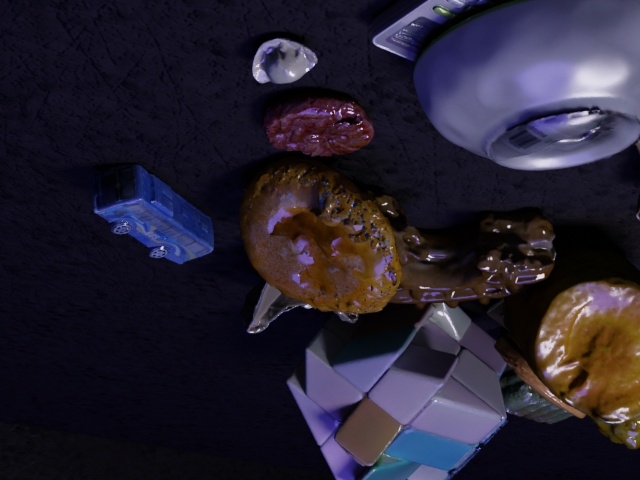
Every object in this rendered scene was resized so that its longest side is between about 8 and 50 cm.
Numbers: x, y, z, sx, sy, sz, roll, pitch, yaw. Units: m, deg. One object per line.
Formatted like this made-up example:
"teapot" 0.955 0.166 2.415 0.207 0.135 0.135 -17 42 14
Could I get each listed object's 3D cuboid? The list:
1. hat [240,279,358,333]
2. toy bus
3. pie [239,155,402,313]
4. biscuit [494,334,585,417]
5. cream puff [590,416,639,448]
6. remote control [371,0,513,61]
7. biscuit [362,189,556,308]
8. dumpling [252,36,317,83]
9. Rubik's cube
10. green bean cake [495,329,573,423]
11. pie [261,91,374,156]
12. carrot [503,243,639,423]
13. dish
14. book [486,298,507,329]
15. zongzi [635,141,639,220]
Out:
"hat" -0.029 0.060 1.979 0.214 0.149 0.244 -2 123 -27
"toy bus" -0.251 -0.041 1.737 0.094 0.079 0.236 -23 151 15
"pie" 0.000 0.001 1.649 0.273 0.069 0.273 15 130 18
"biscuit" 0.397 0.242 2.071 0.202 0.044 0.289 39 -175 5
"cream puff" 0.707 0.326 2.481 0.282 0.185 0.282 -15 -165 4
"remote control" 0.165 -0.259 1.219 0.103 0.034 0.250 17 154 -34
"biscuit" 0.172 0.022 1.810 0.366 0.115 0.268 11 156 -20
"dumpling" -0.045 -0.213 1.340 0.077 0.043 0.059 3 147 42
"Rubik's cube" 0.153 0.268 2.150 0.368 0.358 0.387 38 125 3
"green bean cake" 0.445 0.266 2.308 0.173 0.181 0.094 19 151 -31
"pie" -0.003 -0.150 1.497 0.155 0.036 0.154 0 159 0
"carrot" 0.436 0.135 1.878 0.242 0.241 0.340 2 -165 -2
"dish" 0.272 -0.153 1.305 0.324 0.124 0.324 -4 163 -1
"book" 0.479 0.180 2.078 0.310 0.021 0.217 37 144 -5
"zongzi" 0.461 -0.088 1.555 0.197 0.099 0.194 18 154 -12
